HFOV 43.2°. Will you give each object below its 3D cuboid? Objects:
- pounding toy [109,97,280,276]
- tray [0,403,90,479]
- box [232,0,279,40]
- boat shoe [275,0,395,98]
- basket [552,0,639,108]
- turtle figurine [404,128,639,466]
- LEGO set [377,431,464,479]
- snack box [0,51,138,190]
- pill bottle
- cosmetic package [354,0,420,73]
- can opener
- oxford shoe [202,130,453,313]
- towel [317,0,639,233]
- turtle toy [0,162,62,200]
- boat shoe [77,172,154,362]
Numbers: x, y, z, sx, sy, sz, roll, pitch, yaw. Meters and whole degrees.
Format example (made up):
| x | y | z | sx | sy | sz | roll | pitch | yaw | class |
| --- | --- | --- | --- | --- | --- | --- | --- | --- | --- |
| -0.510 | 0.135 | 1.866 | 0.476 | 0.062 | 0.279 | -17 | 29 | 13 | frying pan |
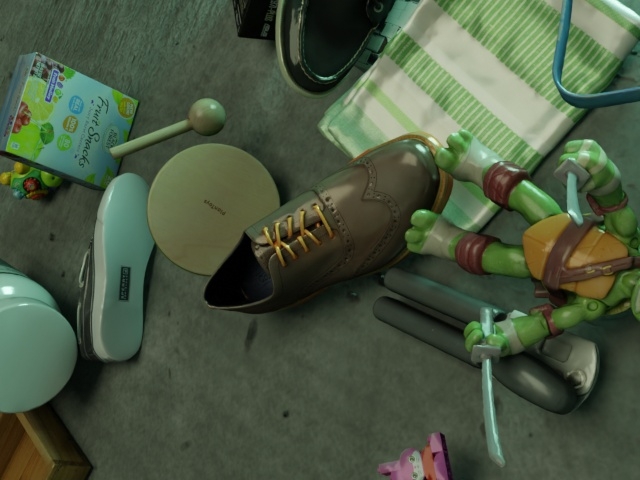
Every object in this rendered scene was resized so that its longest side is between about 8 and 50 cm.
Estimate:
| x | y | z | sx | sy | sz | roll | pitch | yaw | class |
| --- | --- | --- | --- | --- | --- | --- | --- | --- | --- |
| -0.163 | -0.063 | 1.153 | 0.183 | 0.110 | 0.236 | -30 | 90 | -5 | pounding toy |
| -0.529 | 0.478 | 1.306 | 0.203 | 0.076 | 0.410 | 34 | 97 | 44 | tray |
| -0.081 | -0.414 | 1.199 | 0.147 | 0.078 | 0.180 | 120 | 145 | -54 | box |
| 0.050 | -0.335 | 0.981 | 0.113 | 0.127 | 0.340 | -6 | 56 | 63 | boat shoe |
| 0.357 | -0.246 | 0.707 | 0.289 | 0.201 | 0.254 | -2 | 73 | 31 | basket |
| 0.173 | 0.000 | 0.727 | 0.266 | 0.275 | 0.197 | 35 | 142 | 48 | turtle figurine |
| 0.107 | 0.317 | 0.792 | 0.093 | 0.087 | 0.227 | -18 | 62 | 19 | LEGO set |
| -0.434 | -0.198 | 1.382 | 0.070 | 0.207 | 0.174 | 6 | 79 | 43 | snack box |
| -0.552 | 0.142 | 1.332 | 0.363 | 0.210 | 0.210 | 17 | 86 | 51 | pill bottle |
| 0.137 | -0.309 | 1.023 | 0.099 | 0.060 | 0.239 | 34 | 98 | 42 | cosmetic package |
| 0.159 | 0.093 | 0.838 | 0.280 | 0.093 | 0.074 | 24 | 91 | 49 | can opener |
| 0.000 | 0.000 | 0.936 | 0.364 | 0.133 | 0.130 | -39 | 75 | 38 | oxford shoe |
| 0.171 | -0.179 | 0.917 | 0.248 | 0.038 | 0.325 | 47 | 108 | 23 | towel |
| -0.536 | -0.115 | 1.532 | 0.130 | 0.095 | 0.066 | -27 | 80 | 33 | turtle toy |
| -0.333 | 0.043 | 1.282 | 0.102 | 0.108 | 0.301 | -8 | 76 | 38 | boat shoe |
